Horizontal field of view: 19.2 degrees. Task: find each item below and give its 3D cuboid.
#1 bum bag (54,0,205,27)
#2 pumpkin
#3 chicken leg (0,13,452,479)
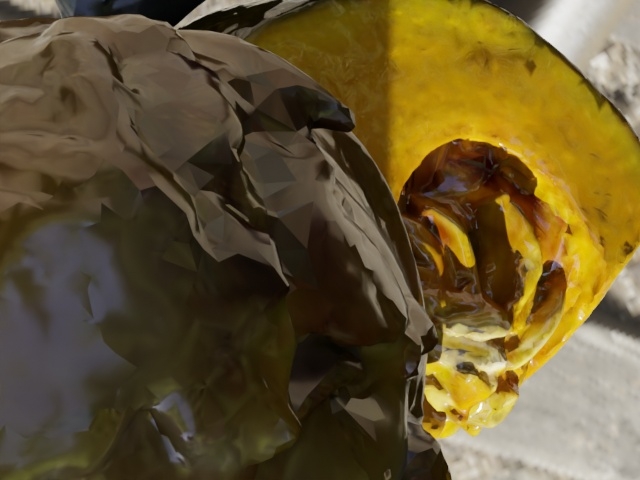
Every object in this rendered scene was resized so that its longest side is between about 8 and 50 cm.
[{"bbox_3d":[-0.126,-0.213,0.906,0.123,0.060,0.248,-38,104,-26],"label":"bum bag"},{"bbox_3d":[0.000,0.000,0.965,0.256,0.303,0.225,54,146,-2],"label":"pumpkin"},{"bbox_3d":[-0.164,0.060,0.345,0.409,0.295,0.182,17,160,-24],"label":"chicken leg"}]
